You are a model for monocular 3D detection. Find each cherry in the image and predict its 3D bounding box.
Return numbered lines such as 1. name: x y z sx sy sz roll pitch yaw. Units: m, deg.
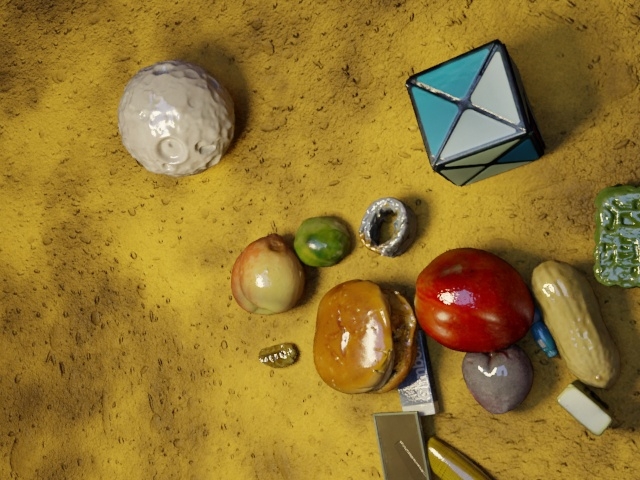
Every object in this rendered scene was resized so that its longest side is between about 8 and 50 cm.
1. cherry: 0.429 0.322 1.707 0.176 0.140 0.176 10 114 23

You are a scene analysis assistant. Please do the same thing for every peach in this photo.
1. peach: -0.138 0.090 1.956 0.232 0.232 0.233 -2 84 24
2. peach: 0.363 0.142 1.680 0.274 0.245 0.249 13 81 28

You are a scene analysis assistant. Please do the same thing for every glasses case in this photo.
1. glasses case: 0.348 0.578 1.758 0.234 0.064 0.079 35 107 24

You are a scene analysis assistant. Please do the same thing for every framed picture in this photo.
1. framed picture: 0.209 0.538 1.817 0.150 0.015 0.203 -17 80 43

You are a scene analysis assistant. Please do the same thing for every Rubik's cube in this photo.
1. Rubik's cube: 0.379 -0.296 1.725 0.246 0.250 0.248 -20 75 22

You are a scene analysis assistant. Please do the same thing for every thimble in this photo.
1. thimble: 0.179 -0.034 1.862 0.127 0.118 0.151 36 99 23

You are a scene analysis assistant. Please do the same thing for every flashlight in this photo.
1. flashlight: 0.532 0.219 1.719 0.051 0.051 0.129 -33 78 18

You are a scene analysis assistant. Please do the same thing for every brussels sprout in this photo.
1. brussels sprout: -0.004 0.002 1.939 0.151 0.122 0.149 -43 73 16

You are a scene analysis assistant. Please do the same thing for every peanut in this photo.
1. peanut: 0.592 0.189 1.642 0.147 0.147 0.319 -29 86 19

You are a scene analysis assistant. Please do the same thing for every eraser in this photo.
1. eraser: 0.241 0.342 1.838 0.091 0.046 0.213 -14 80 24
2. eraser: 0.598 0.373 1.603 0.117 0.172 0.058 43 101 22

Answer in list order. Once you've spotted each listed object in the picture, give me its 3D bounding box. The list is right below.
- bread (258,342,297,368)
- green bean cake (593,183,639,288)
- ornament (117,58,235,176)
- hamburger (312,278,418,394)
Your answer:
1. bread: -0.116 0.324 1.997 0.110 0.060 0.066 -17 49 21
2. green bean cake: 0.732 -0.013 1.604 0.222 0.125 0.248 -2 84 25
3. ornament: -0.408 -0.340 2.032 0.337 0.337 0.337 -2 84 24
4. hamburger: 0.097 0.245 1.821 0.314 0.170 0.290 -17 67 51
